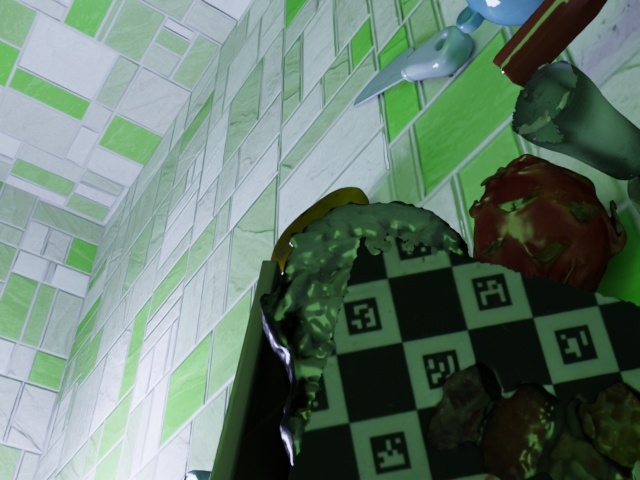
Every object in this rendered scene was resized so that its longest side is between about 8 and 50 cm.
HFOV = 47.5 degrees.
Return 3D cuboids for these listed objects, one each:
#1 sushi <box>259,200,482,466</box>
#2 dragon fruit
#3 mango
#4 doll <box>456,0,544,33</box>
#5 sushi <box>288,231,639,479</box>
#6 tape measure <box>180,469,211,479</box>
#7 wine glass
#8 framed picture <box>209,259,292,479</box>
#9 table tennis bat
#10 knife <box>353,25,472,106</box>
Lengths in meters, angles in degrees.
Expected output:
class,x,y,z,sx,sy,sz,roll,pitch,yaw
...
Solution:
class,x,y,z,sx,sy,sz,roll,pitch,yaw
sushi,0.061,0.126,0.695,0.171,0.211,0.350,74,-175,-49
dragon fruit,0.201,0.001,0.652,0.136,0.133,0.166,76,-165,-51
mango,0.000,0.000,1.091,0.195,0.098,0.137,-57,21,6
doll,0.267,-0.374,0.847,0.314,0.141,0.177,-52,31,19
sushi,0.133,0.149,0.527,0.050,0.290,0.264,82,-157,-70
tape measure,-0.171,0.419,1.031,0.182,0.107,0.181,12,85,68
wine glass,0.239,-0.083,0.607,0.072,0.155,0.072,-46,30,36
framed picture,-0.054,0.208,0.846,0.335,0.022,0.247,77,-159,-60
table tennis bat,0.319,-0.314,0.679,0.414,0.051,0.268,-50,-1,32
knife,0.134,-0.274,1.156,0.331,0.044,0.080,1,68,68
